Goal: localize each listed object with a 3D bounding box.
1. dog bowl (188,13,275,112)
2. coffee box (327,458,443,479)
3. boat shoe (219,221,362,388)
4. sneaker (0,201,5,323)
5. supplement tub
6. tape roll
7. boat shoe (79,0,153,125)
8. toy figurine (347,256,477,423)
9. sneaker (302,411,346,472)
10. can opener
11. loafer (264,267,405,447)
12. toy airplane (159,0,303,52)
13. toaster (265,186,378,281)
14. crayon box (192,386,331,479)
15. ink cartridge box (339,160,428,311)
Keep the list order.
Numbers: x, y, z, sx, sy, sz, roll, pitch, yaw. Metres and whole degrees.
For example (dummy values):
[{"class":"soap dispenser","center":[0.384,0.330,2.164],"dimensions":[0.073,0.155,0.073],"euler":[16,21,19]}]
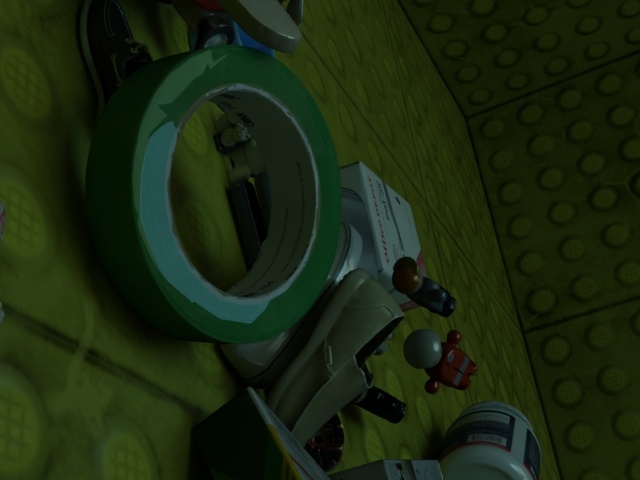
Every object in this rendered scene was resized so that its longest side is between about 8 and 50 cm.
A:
[{"class":"dog bowl","center":[-0.135,-0.332,1.443],"dimensions":[0.166,0.074,0.297],"euler":[43,32,-54]},{"class":"coffee box","center":[0.071,0.350,1.214],"dimensions":[0.246,0.141,0.098],"euler":[28,45,-63]},{"class":"boat shoe","center":[-0.039,0.060,1.182],"dimensions":[0.088,0.096,0.267],"euler":[50,58,-24]},{"class":"sneaker","center":[-0.269,0.028,0.715],"dimensions":[0.134,0.051,0.070],"euler":[-79,146,-52]},{"class":"supplement tub","center":[0.316,0.430,1.755],"dimensions":[0.191,0.191,0.272],"euler":[68,18,-6]},{"class":"tape roll","center":[-0.103,-0.048,1.017],"dimensions":[0.321,0.077,0.321],"euler":[3,87,-51]},{"class":"boat shoe","center":[-0.217,-0.183,1.054],"dimensions":[0.081,0.068,0.228],"euler":[28,45,-64]},{"class":"toy figurine","center":[0.113,0.156,1.437],"dimensions":[0.148,0.213,0.210],"euler":[34,36,-41]},{"class":"sneaker","center":[-0.024,0.198,1.225],"dimensions":[0.093,0.088,0.225],"euler":[80,-2,-67]},{"class":"can opener","center":[-0.082,-0.064,1.312],"dimensions":[0.093,0.074,0.280],"euler":[26,47,-66]},{"class":"loafer","center":[0.013,0.164,1.112],"dimensions":[0.269,0.092,0.102],"euler":[-62,161,-5]},{"class":"toy airplane","center":[-0.165,-0.402,1.098],"dimensions":[0.386,0.272,0.384],"euler":[42,16,-20]},{"class":"toaster","center":[0.000,0.000,1.388],"dimensions":[0.146,0.129,0.227],"euler":[18,62,-65]},{"class":"crayon box","center":[-0.002,0.317,0.928],"dimensions":[0.203,0.083,0.323],"euler":[56,-4,-37]},{"class":"ink cartridge box","center":[0.087,0.006,1.654],"dimensions":[0.283,0.117,0.207],"euler":[30,45,-64]}]
